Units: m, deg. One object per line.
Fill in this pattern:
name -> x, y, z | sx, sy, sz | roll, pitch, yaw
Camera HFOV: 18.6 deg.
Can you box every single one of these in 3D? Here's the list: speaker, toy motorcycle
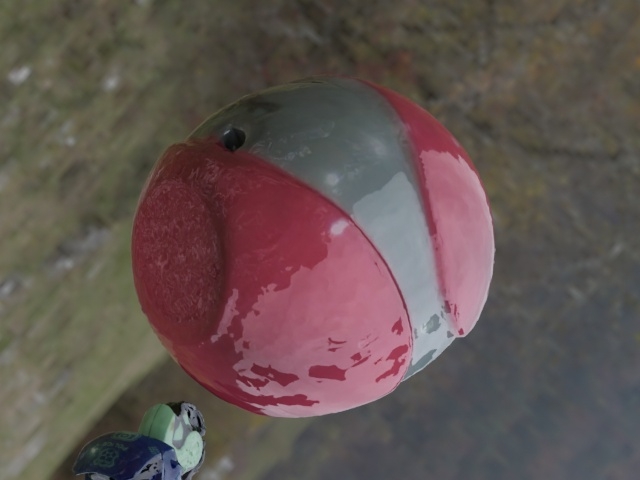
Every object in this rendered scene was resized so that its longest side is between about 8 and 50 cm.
speaker -> 0.000, 0.000, 1.582 | 0.294, 0.294, 0.294 | -49, 175, -6
toy motorcycle -> -0.192, 0.322, 2.011 | 0.196, 0.125, 0.331 | 27, 71, -61
